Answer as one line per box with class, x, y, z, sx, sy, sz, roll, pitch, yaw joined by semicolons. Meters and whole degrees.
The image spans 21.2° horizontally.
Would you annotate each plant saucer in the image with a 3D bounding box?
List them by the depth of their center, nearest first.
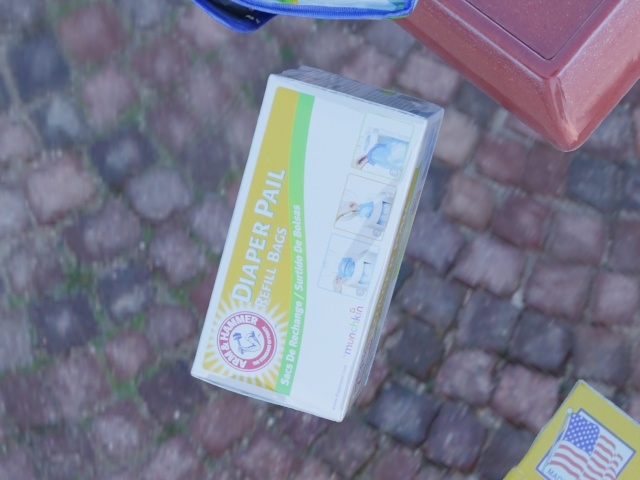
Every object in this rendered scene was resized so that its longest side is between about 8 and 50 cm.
plant saucer;0.165;-0.235;1.221;0.259;0.048;0.258;-49;60;2

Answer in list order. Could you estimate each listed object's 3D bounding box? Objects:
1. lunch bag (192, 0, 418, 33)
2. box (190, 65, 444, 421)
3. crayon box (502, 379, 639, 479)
lunch bag;-0.020;-0.153;0.824;0.151;0.129;0.096;5;106;8
box;0.000;0.000;1.111;0.103;0.114;0.203;17;101;7
crayon box;0.108;0.255;0.790;0.203;0.083;0.323;39;95;39
